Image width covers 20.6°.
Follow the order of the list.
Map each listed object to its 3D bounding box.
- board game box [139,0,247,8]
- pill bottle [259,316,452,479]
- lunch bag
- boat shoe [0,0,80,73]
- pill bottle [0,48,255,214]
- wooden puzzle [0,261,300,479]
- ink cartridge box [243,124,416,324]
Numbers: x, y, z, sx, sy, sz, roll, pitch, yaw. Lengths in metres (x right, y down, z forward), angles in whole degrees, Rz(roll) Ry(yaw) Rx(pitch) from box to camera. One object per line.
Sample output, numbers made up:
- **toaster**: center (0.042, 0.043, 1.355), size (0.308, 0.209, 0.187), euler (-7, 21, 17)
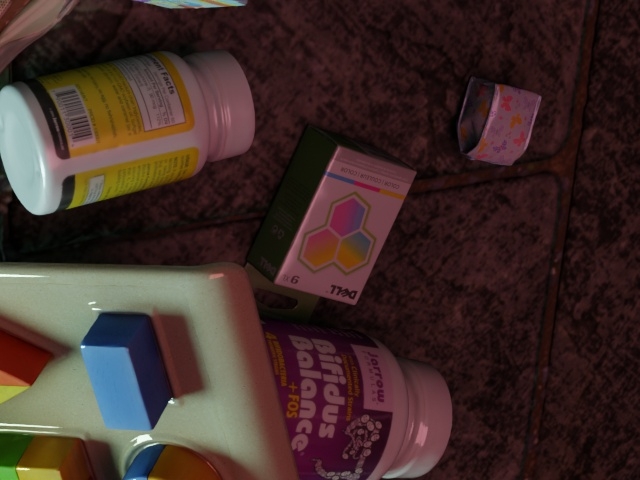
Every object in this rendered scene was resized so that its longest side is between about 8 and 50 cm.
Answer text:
- **board game box**: center (-0.132, -0.331, 1.389), size (0.144, 0.142, 0.275), euler (7, 92, -31)
- **pill bottle**: center (-0.019, 0.167, 1.770), size (0.301, 0.169, 0.169), euler (9, 108, -36)
- **lunch bag**: center (0.180, -0.122, 1.828), size (0.071, 0.053, 0.083), euler (8, 99, -37)
- **boat shoe**: center (-0.323, -0.167, 1.449), size (0.324, 0.123, 0.116), euler (-51, 126, -12)
- **pill bottle**: center (-0.171, -0.102, 1.569), size (0.208, 0.119, 0.119), euler (-15, 121, -26)
- **wooden puzzle**: center (-0.210, 0.165, 1.586), size (0.348, 0.080, 0.322), euler (-2, 123, 16)
- **ink cartridge box**: center (0.000, 0.000, 1.766), size (0.109, 0.062, 0.209), euler (17, 104, -38)
